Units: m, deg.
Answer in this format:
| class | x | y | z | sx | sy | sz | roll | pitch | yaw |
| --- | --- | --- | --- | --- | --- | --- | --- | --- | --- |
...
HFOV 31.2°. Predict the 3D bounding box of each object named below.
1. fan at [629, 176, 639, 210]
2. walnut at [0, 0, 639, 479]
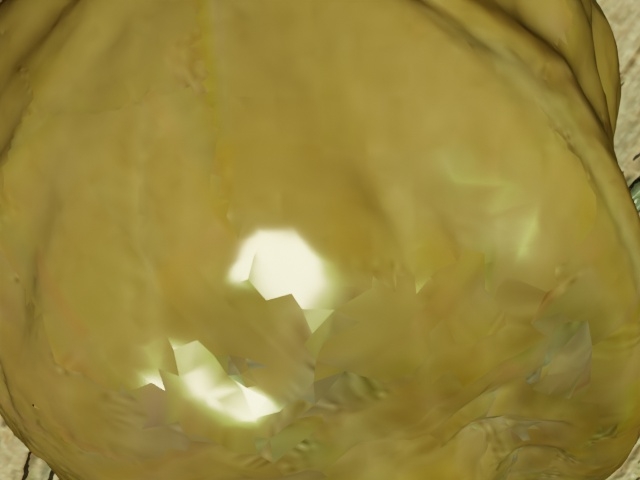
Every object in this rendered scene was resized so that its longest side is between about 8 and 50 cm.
| class | x | y | z | sx | sy | sz | roll | pitch | yaw |
| --- | --- | --- | --- | --- | --- | --- | --- | --- | --- |
| fan | 0.105 | 0.077 | 0.843 | 0.223 | 0.012 | 0.294 | 2 | 123 | -9 |
| walnut | -0.009 | -0.005 | 0.579 | 0.384 | 0.383 | 0.383 | -4 | 124 | -6 |
